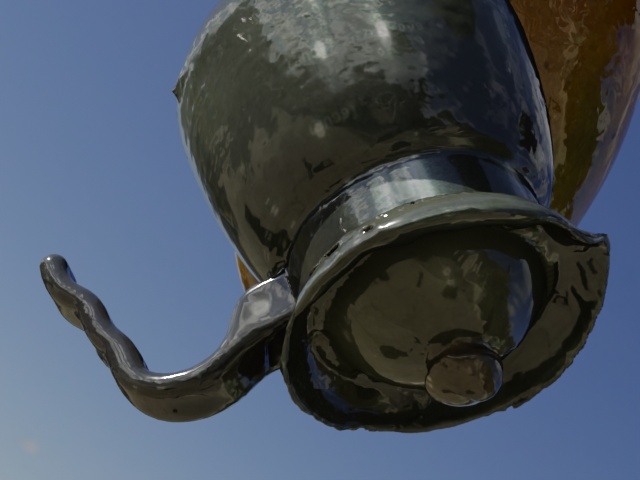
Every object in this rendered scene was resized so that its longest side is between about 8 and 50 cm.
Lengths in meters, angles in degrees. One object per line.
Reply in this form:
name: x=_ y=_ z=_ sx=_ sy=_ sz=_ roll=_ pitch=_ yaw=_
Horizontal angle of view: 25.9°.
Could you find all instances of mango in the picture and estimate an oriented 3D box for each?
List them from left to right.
mango: x=0.083 y=-0.099 z=1.115 sx=0.300 sy=0.446 sz=0.232 roll=31 pitch=13 yaw=11

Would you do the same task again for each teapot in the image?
teapot: x=0.010 y=-0.017 z=0.782 sx=0.285 sy=0.305 sz=0.223 roll=-110 pitch=-151 yaw=-44
